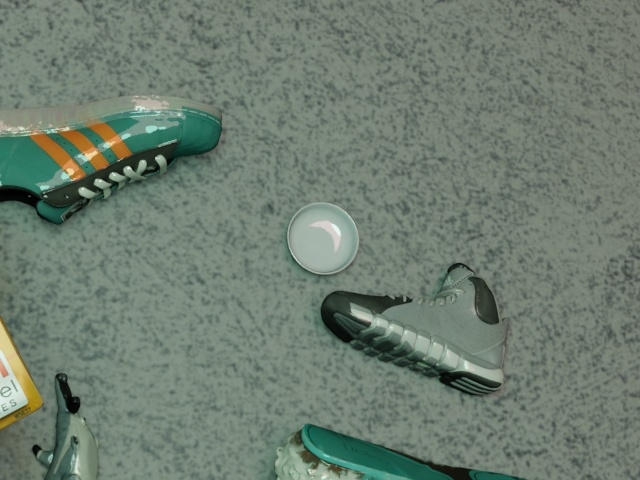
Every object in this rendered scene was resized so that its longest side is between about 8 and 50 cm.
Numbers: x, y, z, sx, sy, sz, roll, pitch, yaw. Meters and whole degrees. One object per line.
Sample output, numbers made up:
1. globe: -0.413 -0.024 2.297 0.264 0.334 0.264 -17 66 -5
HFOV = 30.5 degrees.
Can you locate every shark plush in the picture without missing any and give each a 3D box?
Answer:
1. shark plush: -0.265 0.215 1.185 0.067 0.073 0.161 -10 83 14

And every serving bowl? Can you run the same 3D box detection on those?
1. serving bowl: 0.000 0.000 1.321 0.083 0.027 0.083 3 76 -14

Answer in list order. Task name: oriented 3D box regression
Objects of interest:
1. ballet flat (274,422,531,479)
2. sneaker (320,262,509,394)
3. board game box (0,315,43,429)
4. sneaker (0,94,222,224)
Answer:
1. ballet flat: 0.137 0.302 1.246 0.409 0.147 0.147 16 73 -7
2. sneaker: 0.113 0.074 1.312 0.228 0.086 0.132 26 66 -18
3. board game box: -0.487 0.060 0.976 0.356 0.356 0.356 -28 94 -20
4. sneaker: -0.249 -0.077 1.238 0.302 0.108 0.121 -7 79 -8
